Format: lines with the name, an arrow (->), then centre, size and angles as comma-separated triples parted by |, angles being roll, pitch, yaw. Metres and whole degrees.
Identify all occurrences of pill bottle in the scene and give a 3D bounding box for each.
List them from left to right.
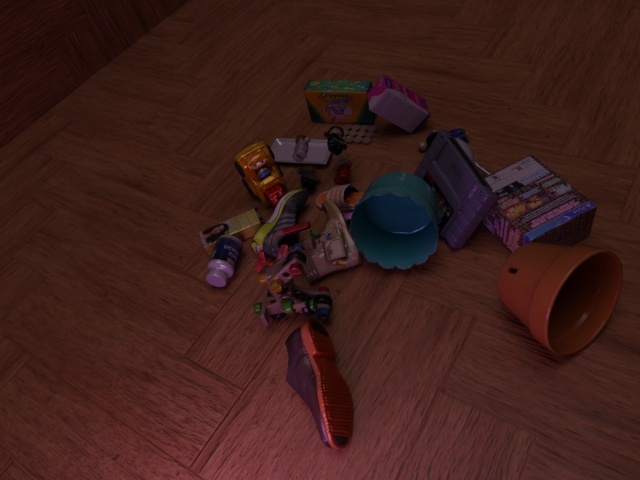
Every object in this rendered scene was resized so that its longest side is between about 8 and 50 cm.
pill bottle -> -0.332, 0.071, 1.810 | 0.094, 0.094, 0.169 | 1, 51, 17

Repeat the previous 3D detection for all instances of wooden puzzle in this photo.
wooden puzzle -> 0.044, 0.028, 1.690 | 0.079, 0.014, 0.116 | -5, 73, -2

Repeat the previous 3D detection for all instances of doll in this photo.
doll -> 0.464, -0.381, 2.006 | 0.189, 0.046, 0.129 | -15, 47, 3

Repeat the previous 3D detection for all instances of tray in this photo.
tray -> -0.081, -0.357, 2.148 | 0.271, 0.030, 0.145 | 6, 53, 20

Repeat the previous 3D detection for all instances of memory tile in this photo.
memory tile -> 0.150, -0.436, 2.163 | 0.148, 0.012, 0.113 | 10, 54, 22

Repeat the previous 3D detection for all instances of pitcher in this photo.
pitcher -> 0.509, -0.258, 1.853 | 0.178, 0.125, 0.207 | -2, 58, -13

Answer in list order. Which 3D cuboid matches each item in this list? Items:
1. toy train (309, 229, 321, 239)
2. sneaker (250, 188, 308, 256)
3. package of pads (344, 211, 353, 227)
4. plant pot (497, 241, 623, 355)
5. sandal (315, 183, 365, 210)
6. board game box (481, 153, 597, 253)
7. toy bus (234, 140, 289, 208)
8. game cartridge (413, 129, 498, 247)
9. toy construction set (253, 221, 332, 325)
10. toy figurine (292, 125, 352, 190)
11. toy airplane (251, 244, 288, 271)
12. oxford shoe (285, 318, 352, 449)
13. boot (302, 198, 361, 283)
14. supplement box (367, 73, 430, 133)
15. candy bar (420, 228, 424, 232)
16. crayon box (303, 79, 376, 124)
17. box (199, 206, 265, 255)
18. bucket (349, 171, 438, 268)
toy train -> -0.010, -0.014, 1.840 | 0.017, 0.023, 0.083 | -42, 53, -20
sneaker -> -0.116, -0.054, 1.865 | 0.121, 0.111, 0.299 | 24, 65, 19
package of pads -> 0.112, -0.070, 1.815 | 0.050, 0.083, 0.031 | -10, 70, 8
plant pot -> 0.615, 0.126, 1.396 | 0.291, 0.290, 0.203 | -35, 35, -15
sandal -> 0.109, -0.162, 1.898 | 0.266, 0.076, 0.101 | 5, 52, 20
board game box -> 0.652, -0.097, 1.647 | 0.232, 0.141, 0.291 | -26, 49, -7
toy bus -> -0.200, -0.221, 1.948 | 0.150, 0.220, 0.211 | -30, 55, -7
game cartridge -> 0.422, -0.172, 1.730 | 0.068, 0.230, 0.355 | 9, 40, -28
toy construction set -> -0.118, 0.115, 1.604 | 0.238, 0.257, 0.308 | -15, 63, 18
toy figurine -> 0.006, -0.306, 1.964 | 0.210, 0.213, 0.148 | -10, 39, 11
toy airplane -> -0.158, 0.084, 1.766 | 0.151, 0.028, 0.151 | -1, 84, 7
oxford shoe -> -0.012, 0.402, 1.448 | 0.133, 0.130, 0.363 | -36, 48, 24
boot -> 0.000, 0.000, 1.762 | 0.204, 0.095, 0.261 | -23, 67, -2
supplement box -> 0.302, -0.528, 2.052 | 0.220, 0.114, 0.111 | 21, 44, -25
candy bar -> 0.347, -0.045, 1.772 | 0.040, 0.018, 0.161 | -14, 49, 4
crayon box -> 0.085, -0.577, 2.198 | 0.279, 0.165, 0.081 | 7, 53, 22
box -> -0.317, -0.034, 1.920 | 0.232, 0.058, 0.087 | -25, 49, -7
bucket -> 0.236, -0.068, 1.648 | 0.282, 0.281, 0.183 | 1, 33, 17
